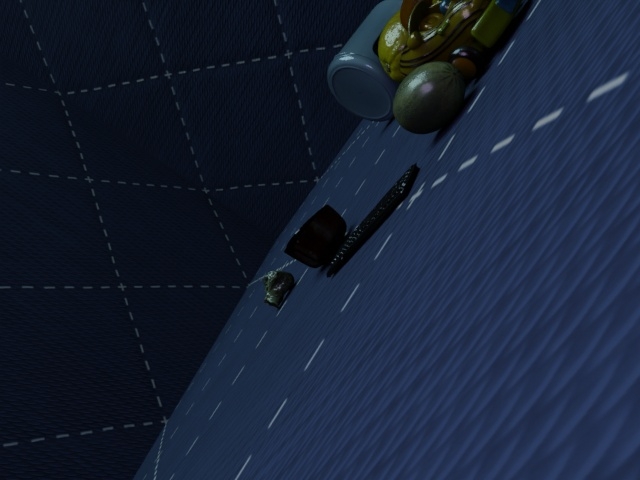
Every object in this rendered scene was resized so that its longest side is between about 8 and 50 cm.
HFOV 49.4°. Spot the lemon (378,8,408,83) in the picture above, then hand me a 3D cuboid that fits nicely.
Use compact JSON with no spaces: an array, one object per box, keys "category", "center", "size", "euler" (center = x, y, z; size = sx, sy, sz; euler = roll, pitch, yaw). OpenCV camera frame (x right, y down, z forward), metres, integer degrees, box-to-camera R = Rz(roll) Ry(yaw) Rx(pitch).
[{"category":"lemon","center":[0.231,-0.476,1.679],"size":[0.207,0.170,0.170],"euler":[-50,5,-5]}]

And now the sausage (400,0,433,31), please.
[{"category":"sausage","center":[0.228,-0.538,1.455],"size":[0.098,0.098,0.238],"euler":[-59,-4,-32]}]

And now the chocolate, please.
[{"category":"chocolate","center":[0.000,0.000,1.349],"size":[0.125,0.080,0.149],"euler":[-45,-6,-20]}]

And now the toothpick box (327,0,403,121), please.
[{"category":"toothpick box","center":[0.191,-0.545,2.025],"size":[0.355,0.263,0.263],"euler":[-57,5,-24]}]

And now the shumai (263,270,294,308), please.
[{"category":"shumai","center":[-0.099,0.121,1.649],"size":[0.083,0.082,0.081],"euler":[72,-172,-60]}]

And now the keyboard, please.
[{"category":"keyboard","center":[0.078,-0.027,1.120],"size":[0.250,0.017,0.087],"euler":[-49,7,47]}]

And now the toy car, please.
[{"category":"toy car","center":[0.213,-0.342,1.141],"size":[0.200,0.142,0.248],"euler":[-58,8,-34]}]

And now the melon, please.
[{"category":"melon","center":[0.165,-0.217,1.060],"size":[0.098,0.098,0.131],"euler":[-60,5,-36]}]
